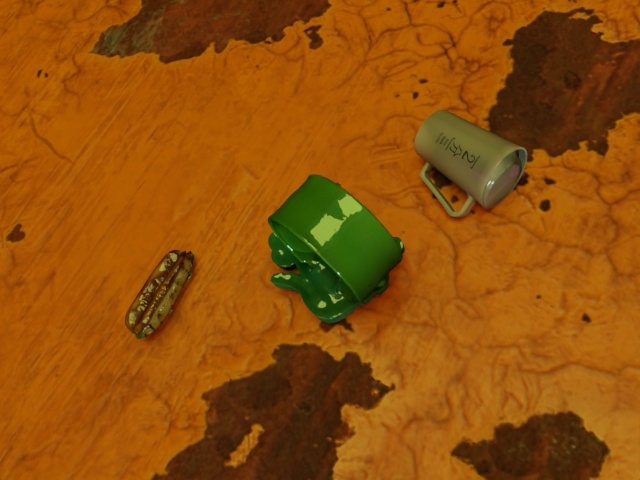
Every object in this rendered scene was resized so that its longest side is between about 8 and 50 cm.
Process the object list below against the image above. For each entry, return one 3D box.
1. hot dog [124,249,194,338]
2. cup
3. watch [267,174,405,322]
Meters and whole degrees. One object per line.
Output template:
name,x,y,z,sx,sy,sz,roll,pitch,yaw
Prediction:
hot dog,-0.184,0.061,0.856,0.049,0.037,0.122,15,62,33
cup,0.160,-0.082,0.826,0.116,0.074,0.104,38,106,31
watch,0.000,0.000,0.772,0.131,0.152,0.165,-45,63,-7
